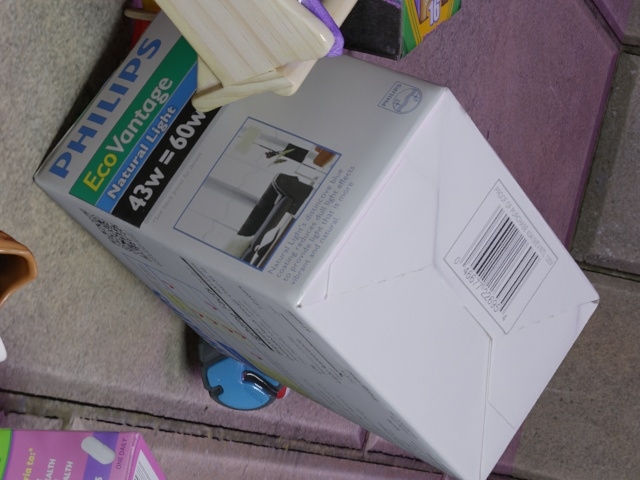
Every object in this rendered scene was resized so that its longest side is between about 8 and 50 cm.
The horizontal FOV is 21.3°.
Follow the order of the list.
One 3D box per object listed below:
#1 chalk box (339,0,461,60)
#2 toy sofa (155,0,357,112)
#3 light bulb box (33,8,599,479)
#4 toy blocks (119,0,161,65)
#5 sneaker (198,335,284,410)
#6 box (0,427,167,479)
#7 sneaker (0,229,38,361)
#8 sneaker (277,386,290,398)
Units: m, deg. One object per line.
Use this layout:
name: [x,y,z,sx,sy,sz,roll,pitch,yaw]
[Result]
chalk box: [0.049,-0.372,1.847,0.179,0.180,0.289,-44,142,-53]
toy sofa: [-0.110,-0.287,1.319,0.362,0.177,0.150,49,50,-23]
light bulb box: [0.000,0.000,1.552,0.225,0.361,0.358,-55,137,-12]
toy blocks: [-0.147,-0.199,1.640,0.123,0.054,0.148,-22,122,-63]
sneaker: [-0.091,0.007,1.857,0.140,0.125,0.341,-101,-165,-76]
box: [-0.258,0.264,1.324,0.117,0.243,0.214,71,24,-52]
sneaker: [-0.321,0.089,1.300,0.290,0.123,0.106,-59,154,-34]
sneaker: [-0.068,0.154,2.042,0.067,0.042,0.118,-54,141,-51]
